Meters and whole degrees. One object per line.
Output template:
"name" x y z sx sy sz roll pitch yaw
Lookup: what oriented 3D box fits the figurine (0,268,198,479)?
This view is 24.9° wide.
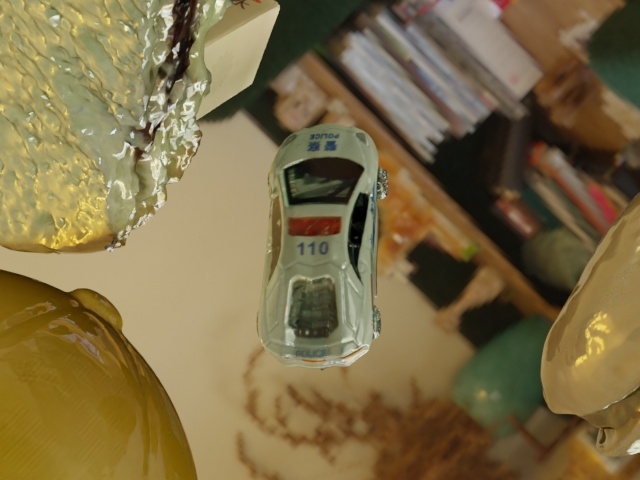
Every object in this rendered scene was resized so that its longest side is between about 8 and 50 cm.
"figurine" -0.144 0.117 0.436 0.192 0.257 0.167 44 142 -8

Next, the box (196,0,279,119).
"box" -0.169 -0.192 1.235 0.212 0.095 0.168 32 -145 13

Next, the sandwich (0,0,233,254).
"sandwich" -0.096 -0.112 0.593 0.288 0.099 0.254 -2 125 43

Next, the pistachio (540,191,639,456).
"pistachio" 0.216 0.039 0.871 0.136 0.226 0.136 25 -148 -17

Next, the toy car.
"toy car" 0.000 0.000 1.118 0.095 0.205 0.056 -1 160 12
